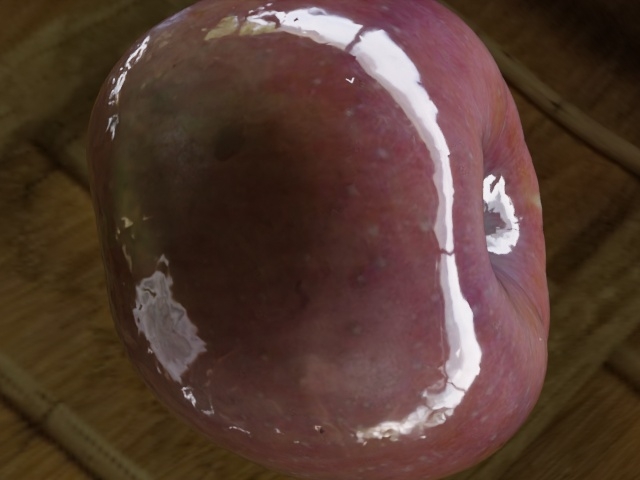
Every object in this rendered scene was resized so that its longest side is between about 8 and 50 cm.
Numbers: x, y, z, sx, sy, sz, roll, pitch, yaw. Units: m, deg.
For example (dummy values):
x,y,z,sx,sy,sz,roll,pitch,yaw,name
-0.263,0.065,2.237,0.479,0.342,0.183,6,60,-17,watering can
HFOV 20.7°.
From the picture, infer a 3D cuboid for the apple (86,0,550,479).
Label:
x,y,z,sx,sy,sz,roll,pitch,yaw,name
0.000,0.000,1.007,0.235,0.306,0.305,-11,-95,19,apple
